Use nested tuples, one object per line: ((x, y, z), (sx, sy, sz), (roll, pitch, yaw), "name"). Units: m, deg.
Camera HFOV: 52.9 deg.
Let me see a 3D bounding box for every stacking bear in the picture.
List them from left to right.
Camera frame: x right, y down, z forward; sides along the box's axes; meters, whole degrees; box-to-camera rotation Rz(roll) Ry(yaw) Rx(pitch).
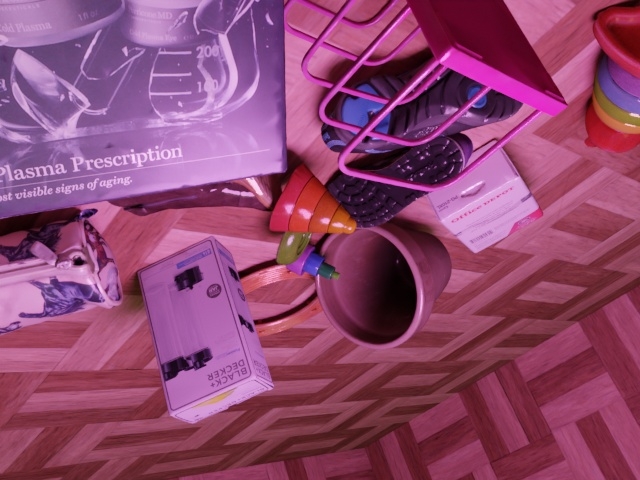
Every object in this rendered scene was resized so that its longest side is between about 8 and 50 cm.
((0.540, -0.257, 1.109), (0.175, 0.164, 0.289), (-20, 156, -2), "stacking bear")

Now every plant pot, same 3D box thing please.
((0.158, 0.070, 1.345), (0.229, 0.263, 0.263), (-17, 157, -47), "plant pot")

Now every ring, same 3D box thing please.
((-0.107, 0.133, 1.461), (0.336, 0.032, 0.336), (-16, 152, -9), "ring")

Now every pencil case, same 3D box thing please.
((-0.513, 0.074, 0.944), (0.410, 0.160, 0.183), (-15, 163, -12), "pencil case")

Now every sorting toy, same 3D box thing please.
((0.000, 0.000, 1.148), (0.127, 0.126, 0.365), (-61, 170, -19), "sorting toy")

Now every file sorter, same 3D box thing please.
((0.086, -0.224, 0.711), (0.202, 0.291, 0.182), (8, 143, -42), "file sorter")

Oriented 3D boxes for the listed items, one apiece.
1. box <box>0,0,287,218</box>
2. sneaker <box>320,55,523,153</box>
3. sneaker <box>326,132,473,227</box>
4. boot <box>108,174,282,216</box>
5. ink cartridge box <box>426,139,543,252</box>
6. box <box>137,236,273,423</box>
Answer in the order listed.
((-0.216, -0.204, 0.536), (0.343, 0.179, 0.312), (-12, 124, -18), "box")
((0.157, -0.213, 0.991), (0.341, 0.125, 0.139), (-14, 179, -21), "sneaker")
((0.141, -0.107, 1.141), (0.283, 0.107, 0.124), (-20, -171, 33), "sneaker")
((-0.192, -0.084, 1.005), (0.207, 0.090, 0.248), (-18, 156, 21), "boot")
((0.335, -0.082, 1.316), (0.172, 0.100, 0.237), (-32, 151, 18), "ink cartridge box")
((-0.211, 0.158, 1.160), (0.169, 0.290, 0.087), (-24, 152, 6), "box")
